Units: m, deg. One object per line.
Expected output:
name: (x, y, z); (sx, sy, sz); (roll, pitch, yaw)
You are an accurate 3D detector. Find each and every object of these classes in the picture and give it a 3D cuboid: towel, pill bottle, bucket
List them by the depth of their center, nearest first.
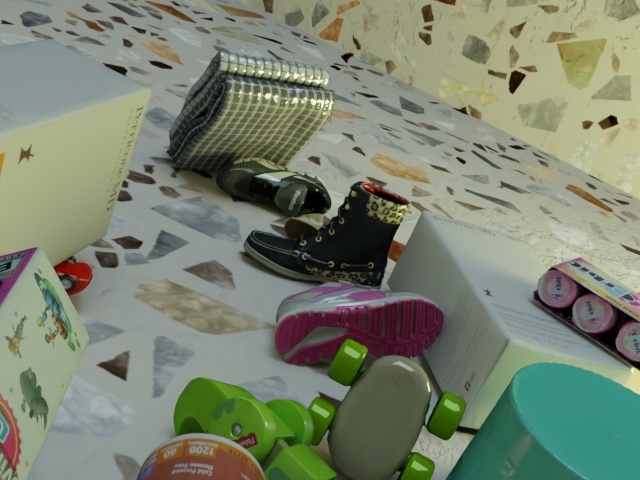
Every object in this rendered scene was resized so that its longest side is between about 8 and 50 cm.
pill bottle: (-0.110, 0.267, 0.709); (0.121, 0.121, 0.216); (18, 22, -8)
bucket: (0.282, 0.277, 0.945); (0.281, 0.183, 0.281); (18, 24, -8)
towel: (-0.135, -0.216, 1.601); (0.235, 0.283, 0.121); (-1, 64, -33)

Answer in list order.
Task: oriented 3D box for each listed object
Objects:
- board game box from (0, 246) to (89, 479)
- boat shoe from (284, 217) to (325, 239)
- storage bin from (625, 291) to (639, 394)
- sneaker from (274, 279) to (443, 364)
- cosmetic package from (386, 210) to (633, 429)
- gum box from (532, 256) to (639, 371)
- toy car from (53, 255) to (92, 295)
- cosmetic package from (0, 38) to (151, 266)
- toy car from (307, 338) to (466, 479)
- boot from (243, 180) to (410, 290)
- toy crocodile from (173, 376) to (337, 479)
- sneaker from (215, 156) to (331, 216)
board game box: (-0.307, 0.136, 0.564); (0.224, 0.097, 0.303); (-14, 28, 8)
boat shoe: (0.000, 0.000, 1.502); (0.135, 0.050, 0.045); (31, 19, -3)
storage bin: (0.467, 0.156, 1.455); (0.262, 0.123, 0.260); (13, 24, -17)
sneaker: (0.050, 0.103, 1.215); (0.252, 0.103, 0.111); (2, 23, -18)
cosmetic package: (0.265, 0.122, 1.308); (0.217, 0.156, 0.385); (15, 25, -21)
gum box: (0.399, 0.097, 1.211); (0.188, 0.062, 0.107); (37, 25, 29)
toy car: (-0.433, 0.022, 1.069); (0.225, 0.053, 0.239); (36, 26, 32)
cosmetic package: (-0.379, -0.065, 0.941); (0.161, 0.230, 0.453); (26, 23, 7)
toy car: (0.073, 0.210, 1.044); (0.155, 0.149, 0.188); (28, -5, 7)
boot: (0.013, -0.020, 1.380); (0.236, 0.179, 0.085); (19, 23, -8)
toy crocodile: (-0.021, 0.250, 0.860); (0.340, 0.105, 0.115); (39, 8, 26)
sneaker: (-0.076, -0.093, 1.600); (0.234, 0.078, 0.106); (9, 23, -31)
